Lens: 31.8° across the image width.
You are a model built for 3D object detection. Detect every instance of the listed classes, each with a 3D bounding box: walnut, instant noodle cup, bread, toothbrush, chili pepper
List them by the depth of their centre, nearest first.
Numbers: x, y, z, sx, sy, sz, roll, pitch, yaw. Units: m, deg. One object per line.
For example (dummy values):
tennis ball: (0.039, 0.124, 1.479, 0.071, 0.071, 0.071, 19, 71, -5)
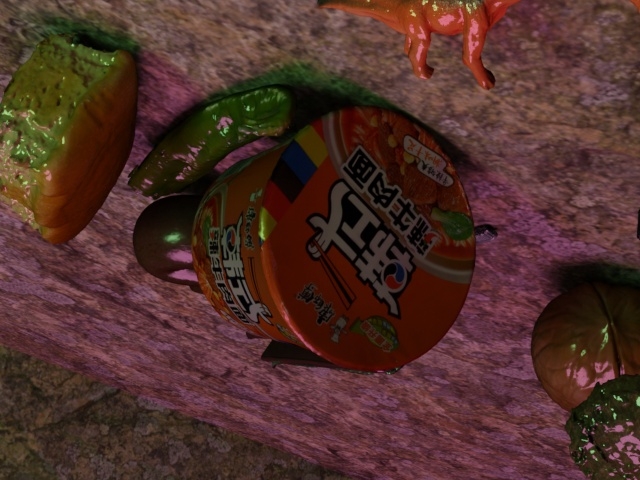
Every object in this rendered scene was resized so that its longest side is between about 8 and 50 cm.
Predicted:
instant noodle cup: (0.000, 0.000, 1.120, 0.250, 0.250, 0.192, 27, 163, -30)
bread: (-0.258, -0.100, 1.139, 0.121, 0.174, 0.245, 35, 158, 4)
chili pepper: (-0.110, -0.103, 1.153, 0.085, 0.076, 0.359, -6, 173, -27)
walnut: (0.334, 0.130, 1.329, 0.167, 0.167, 0.207, 9, 161, 15)
toothbrush: (0.132, 0.009, 1.354, 0.019, 0.016, 0.219, 28, 156, -27)

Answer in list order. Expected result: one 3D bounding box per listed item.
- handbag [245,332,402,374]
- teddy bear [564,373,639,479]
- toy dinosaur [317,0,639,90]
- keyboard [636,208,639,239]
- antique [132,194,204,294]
handbag: (0.042, 0.066, 1.311, 0.216, 0.203, 0.074, 0, 125, 44)
teddy bear: (0.301, 0.198, 0.857, 0.251, 0.129, 0.182, 16, 164, -1)
toy dinosaur: (0.116, -0.166, 0.855, 0.280, 0.055, 0.101, 9, 136, 22)
keyboard: (0.423, -0.002, 1.128, 0.204, 0.013, 0.061, 8, 158, 17)
antique: (-0.109, -0.008, 1.316, 0.257, 0.121, 0.143, -5, 158, 39)
